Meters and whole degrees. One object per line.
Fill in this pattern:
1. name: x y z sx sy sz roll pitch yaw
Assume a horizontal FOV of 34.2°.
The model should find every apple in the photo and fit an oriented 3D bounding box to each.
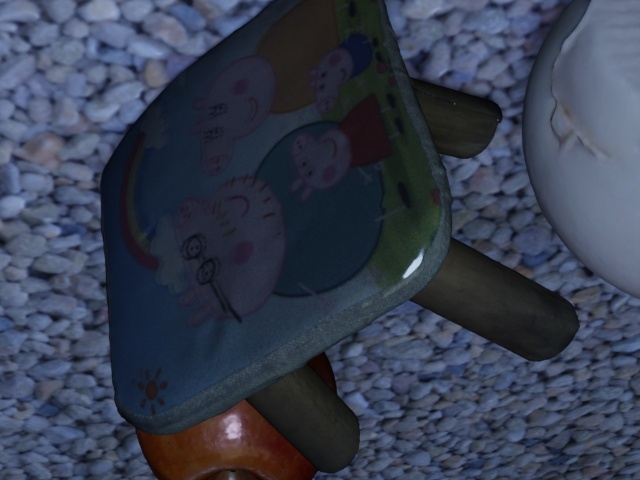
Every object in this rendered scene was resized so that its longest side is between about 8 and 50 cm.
1. apple: -0.089 0.176 1.100 0.218 0.201 0.218 0 142 0

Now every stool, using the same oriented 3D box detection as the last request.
1. stool: 0.000 0.000 0.837 0.310 0.310 0.226 -32 139 25

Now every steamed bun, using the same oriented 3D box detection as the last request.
1. steamed bun: 0.306 -0.071 0.830 0.309 0.309 0.309 -6 139 -5
